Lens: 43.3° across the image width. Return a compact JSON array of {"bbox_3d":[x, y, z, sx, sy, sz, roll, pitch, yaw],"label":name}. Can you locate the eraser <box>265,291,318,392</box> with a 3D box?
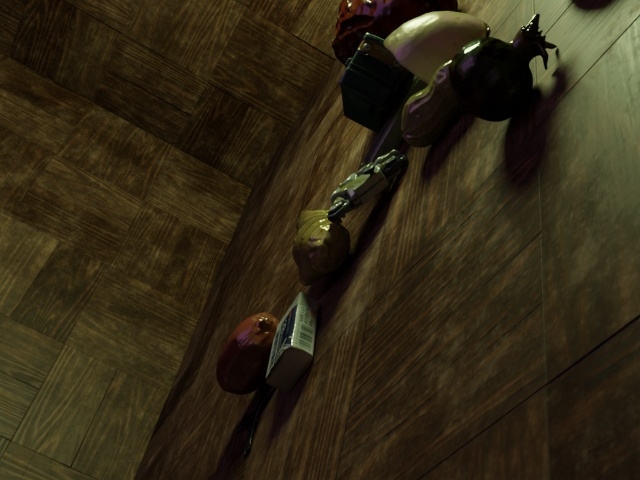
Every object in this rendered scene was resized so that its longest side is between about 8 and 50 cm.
[{"bbox_3d":[-0.060,0.223,1.798,0.124,0.068,0.210,-58,11,28],"label":"eraser"}]

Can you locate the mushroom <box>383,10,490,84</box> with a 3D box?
[{"bbox_3d":[0.251,-0.447,1.754,0.162,0.173,0.236,-54,13,24],"label":"mushroom"}]

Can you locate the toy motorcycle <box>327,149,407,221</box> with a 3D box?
[{"bbox_3d":[0.098,-0.124,1.825,0.228,0.074,0.151,-41,13,-2],"label":"toy motorcycle"}]

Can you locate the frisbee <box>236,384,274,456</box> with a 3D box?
[{"bbox_3d":[-0.158,0.429,1.886,0.211,0.012,0.187,-53,15,36],"label":"frisbee"}]

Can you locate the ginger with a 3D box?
[{"bbox_3d":[0.000,0.000,1.939,0.354,0.126,0.190,-89,19,-72],"label":"ginger"}]

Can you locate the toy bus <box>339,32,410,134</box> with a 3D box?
[{"bbox_3d":[0.136,-0.383,1.998,0.167,0.138,0.275,-60,-7,-7],"label":"toy bus"}]

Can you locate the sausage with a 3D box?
[{"bbox_3d":[-0.170,0.281,1.968,0.148,0.148,0.254,-82,17,-59],"label":"sausage"}]

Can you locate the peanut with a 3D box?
[{"bbox_3d":[0.233,-0.277,1.618,0.214,0.098,0.090,-50,6,36],"label":"peanut"}]

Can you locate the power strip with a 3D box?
[{"bbox_3d":[0.188,-0.284,1.946,0.272,0.052,0.078,-59,11,7],"label":"power strip"}]

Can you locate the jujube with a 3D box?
[{"bbox_3d":[0.188,-0.579,2.132,0.377,0.276,0.276,2,63,58],"label":"jujube"}]

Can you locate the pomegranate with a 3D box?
[{"bbox_3d":[0.291,-0.266,1.290,0.169,0.148,0.148,-22,34,32],"label":"pomegranate"}]
